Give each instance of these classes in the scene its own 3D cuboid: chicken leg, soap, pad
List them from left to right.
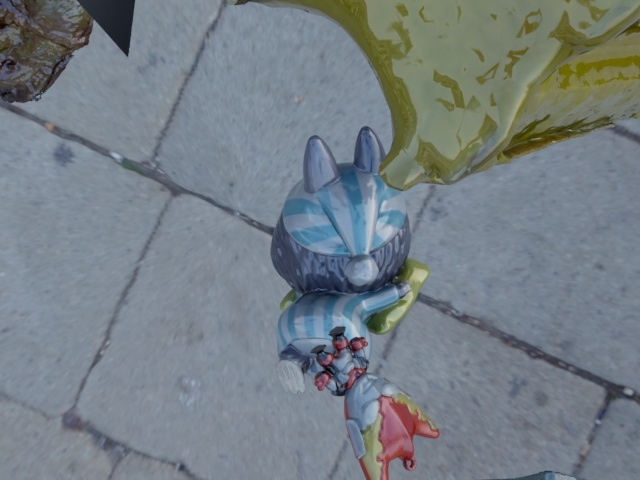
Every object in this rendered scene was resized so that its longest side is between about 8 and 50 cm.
[{"bbox_3d":[-0.339,-0.272,1.271,0.177,0.322,0.083,26,46,-27],"label":"chicken leg"},{"bbox_3d":[-0.208,-0.293,1.122,0.004,0.127,0.190,-5,68,16],"label":"pad"},{"bbox_3d":[0.161,-0.178,0.501,0.156,0.335,0.293,48,122,16],"label":"soap"}]

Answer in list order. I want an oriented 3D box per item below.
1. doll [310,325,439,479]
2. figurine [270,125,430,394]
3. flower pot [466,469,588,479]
[{"bbox_3d":[0.049,0.167,1.151,0.169,0.057,0.109,53,53,-10],"label":"doll"},{"bbox_3d":[0.000,0.000,1.901,0.266,0.361,0.378,-4,128,21],"label":"figurine"},{"bbox_3d":[0.247,0.368,1.476,0.103,0.229,0.108,24,62,-35],"label":"flower pot"}]
